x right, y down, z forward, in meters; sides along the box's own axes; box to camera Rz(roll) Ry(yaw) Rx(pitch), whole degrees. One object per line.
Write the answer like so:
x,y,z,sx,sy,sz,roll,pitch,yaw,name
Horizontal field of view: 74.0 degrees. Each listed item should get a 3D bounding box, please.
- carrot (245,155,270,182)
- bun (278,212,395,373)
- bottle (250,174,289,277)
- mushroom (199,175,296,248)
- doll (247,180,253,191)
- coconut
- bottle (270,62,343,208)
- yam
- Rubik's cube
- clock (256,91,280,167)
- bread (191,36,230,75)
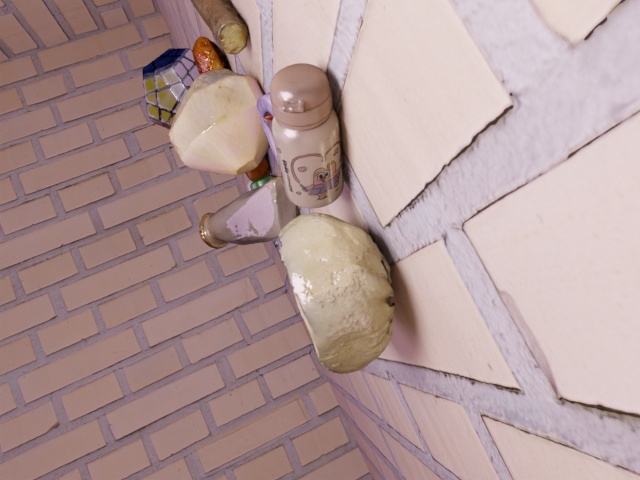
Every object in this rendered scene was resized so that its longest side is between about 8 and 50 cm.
-0.209,-0.258,1.332,0.087,0.087,0.193,60,168,32,carrot
0.033,0.068,0.672,0.259,0.152,0.259,-19,-90,-89,bun
-0.119,-0.040,1.337,0.330,0.093,0.093,66,169,-2,bottle
-0.211,-0.061,1.252,0.407,0.137,0.154,-17,116,46,mushroom
-0.226,-0.122,1.595,0.257,0.161,0.215,123,137,-58,doll
-0.228,-0.268,1.016,0.259,0.259,0.259,62,168,22,coconut
-0.018,-0.153,0.616,0.209,0.097,0.110,83,-167,-52,bottle
-0.251,-0.544,0.963,0.081,0.081,0.356,83,162,-57,yam
-0.481,-0.520,1.516,0.319,0.319,0.264,56,177,44,Rubik's cube
-0.058,-0.197,0.779,0.172,0.064,0.198,62,168,22,clock
-0.314,-0.493,1.318,0.269,0.095,0.139,73,175,-51,bread
